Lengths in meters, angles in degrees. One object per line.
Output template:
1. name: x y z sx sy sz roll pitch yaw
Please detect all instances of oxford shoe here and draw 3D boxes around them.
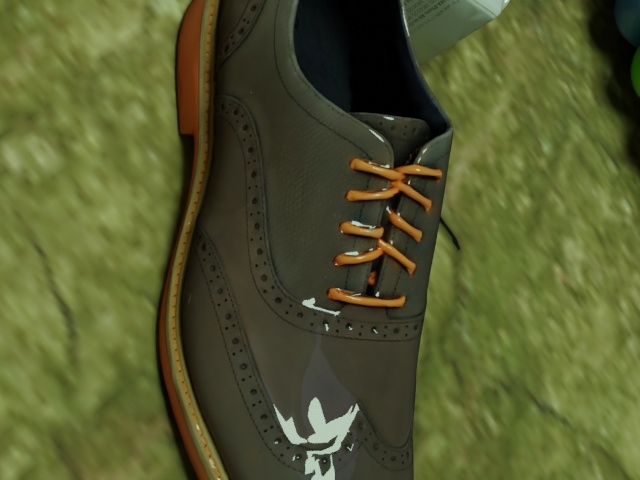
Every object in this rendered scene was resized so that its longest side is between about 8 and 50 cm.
1. oxford shoe: 0.000 0.000 0.441 0.097 0.098 0.271 3 71 -33

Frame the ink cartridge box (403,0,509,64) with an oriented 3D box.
1. ink cartridge box: 0.018 -0.167 0.537 0.150 0.063 0.109 29 59 -23

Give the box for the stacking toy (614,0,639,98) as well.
1. stacking toy: 0.221 -0.088 0.609 0.141 0.141 0.330 -1 78 -34
